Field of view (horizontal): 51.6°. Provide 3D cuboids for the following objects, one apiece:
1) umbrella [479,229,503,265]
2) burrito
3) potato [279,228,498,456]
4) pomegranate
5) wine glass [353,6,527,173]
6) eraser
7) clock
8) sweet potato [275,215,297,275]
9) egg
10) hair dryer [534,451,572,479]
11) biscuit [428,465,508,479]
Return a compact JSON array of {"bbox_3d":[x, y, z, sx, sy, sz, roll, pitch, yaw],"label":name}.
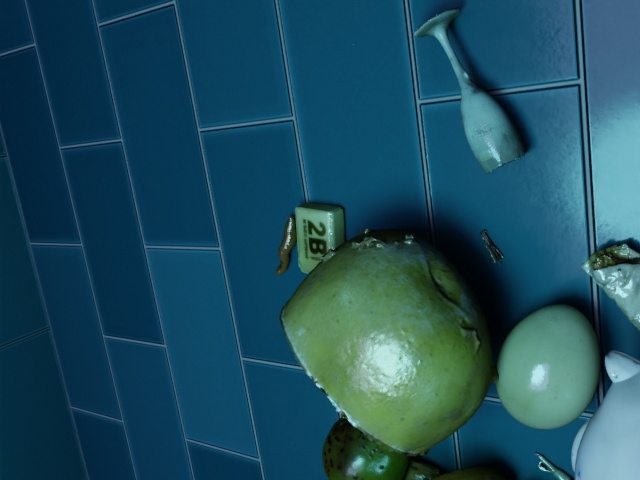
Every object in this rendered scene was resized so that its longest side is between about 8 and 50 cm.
[{"bbox_3d":[0.354,0.017,1.374,0.083,0.020,0.031,59,168,5],"label":"umbrella"},{"bbox_3d":[0.642,0.151,1.168,0.392,0.076,0.117,46,121,13],"label":"burrito"},{"bbox_3d":[0.177,0.165,1.340,0.319,0.385,0.442,-51,63,26],"label":"potato"},{"bbox_3d":[0.139,0.534,1.571,0.286,0.231,0.231,46,127,16],"label":"pomegranate"},{"bbox_3d":[0.219,-0.249,1.239,0.309,0.264,0.096,65,158,1],"label":"wine glass"},{"bbox_3d":[0.000,0.000,1.608,0.117,0.058,0.172,10,111,35],"label":"eraser"},{"bbox_3d":[0.596,0.390,1.115,0.368,0.251,0.376,16,126,47],"label":"clock"},{"bbox_3d":[-0.088,0.019,1.691,0.044,0.044,0.179,27,119,27],"label":"sweet potato"},{"bbox_3d":[0.439,0.242,1.276,0.189,0.189,0.253,26,111,28],"label":"egg"},{"bbox_3d":[0.562,0.511,1.377,0.167,0.067,0.199,-35,69,30],"label":"hair dryer"},{"bbox_3d":[0.235,0.630,1.476,0.394,0.351,0.070,-60,38,37],"label":"biscuit"}]
